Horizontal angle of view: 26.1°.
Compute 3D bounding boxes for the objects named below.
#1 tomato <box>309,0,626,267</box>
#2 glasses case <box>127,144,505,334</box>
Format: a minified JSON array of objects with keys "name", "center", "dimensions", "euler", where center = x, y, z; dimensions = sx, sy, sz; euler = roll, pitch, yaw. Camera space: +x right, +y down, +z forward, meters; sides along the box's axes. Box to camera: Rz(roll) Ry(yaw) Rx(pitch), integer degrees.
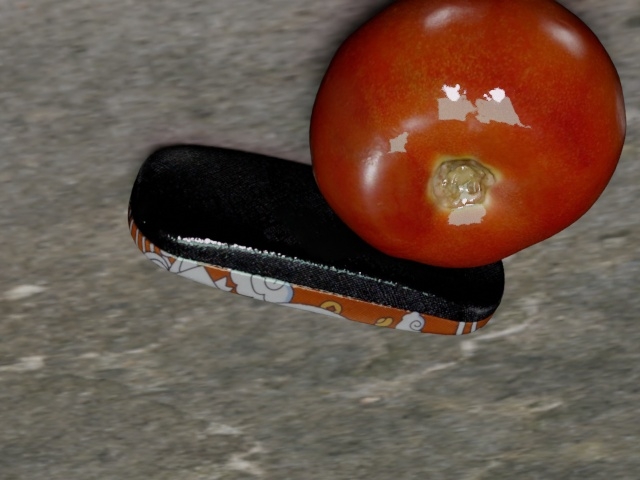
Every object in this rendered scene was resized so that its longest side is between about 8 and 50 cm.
[{"name":"tomato","center":[0.090,-0.074,0.858],"dimensions":[0.195,0.136,0.195],"euler":[1,134,1]},{"name":"glasses case","center":[0.000,0.000,0.949],"dimensions":[0.266,0.103,0.067],"euler":[14,129,-12]}]
